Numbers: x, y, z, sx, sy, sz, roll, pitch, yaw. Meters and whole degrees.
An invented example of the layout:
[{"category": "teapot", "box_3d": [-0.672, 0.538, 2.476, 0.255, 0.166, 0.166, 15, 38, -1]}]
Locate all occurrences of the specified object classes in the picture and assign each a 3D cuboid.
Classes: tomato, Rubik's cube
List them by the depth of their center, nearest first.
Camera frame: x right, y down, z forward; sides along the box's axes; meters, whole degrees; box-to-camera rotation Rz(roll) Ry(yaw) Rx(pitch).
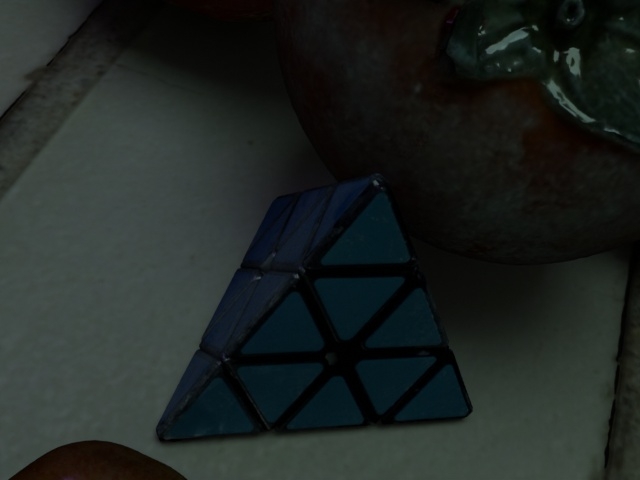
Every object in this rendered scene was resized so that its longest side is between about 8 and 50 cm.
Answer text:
[{"category": "Rubik's cube", "box_3d": [0.000, 0.000, 0.553, 0.211, 0.178, 0.191, -3, 52, -22]}, {"category": "tomato", "box_3d": [0.127, -0.141, 0.560, 0.316, 0.317, 0.282, 21, 14, -2]}]

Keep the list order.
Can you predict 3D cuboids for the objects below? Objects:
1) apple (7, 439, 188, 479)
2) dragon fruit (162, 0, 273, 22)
[{"category": "apple", "box_3d": [-0.111, 0.159, 0.440, 0.126, 0.102, 0.126, 10, 52, -12]}, {"category": "dragon fruit", "box_3d": [-0.093, -0.302, 0.703, 0.269, 0.250, 0.291, -17, 38, -36]}]
